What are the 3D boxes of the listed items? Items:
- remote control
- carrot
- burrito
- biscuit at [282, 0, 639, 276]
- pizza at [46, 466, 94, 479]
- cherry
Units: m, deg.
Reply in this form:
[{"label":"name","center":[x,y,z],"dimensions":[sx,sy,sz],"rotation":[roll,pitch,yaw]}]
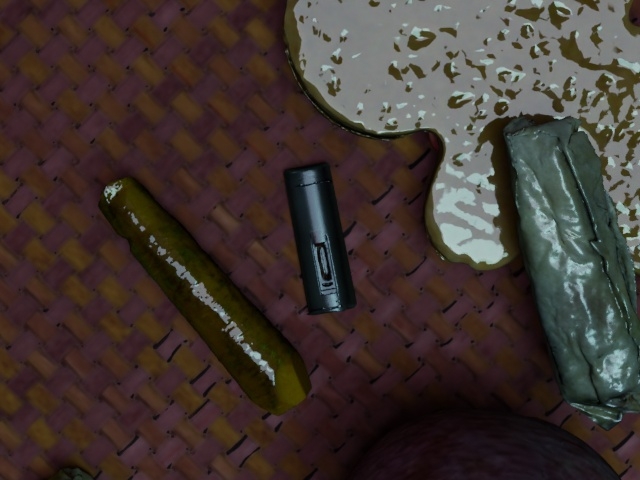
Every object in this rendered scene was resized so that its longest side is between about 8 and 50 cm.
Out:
[{"label":"remote control","center":[0.000,0.000,0.696],"dimensions":[0.034,0.016,0.091],"rotation":[-11,97,3]},{"label":"carrot","center":[-0.068,0.031,0.686],"dimensions":[0.042,0.042,0.171],"rotation":[-40,94,2]},{"label":"burrito","center":[0.145,0.019,0.647],"dimensions":[0.058,0.045,0.188],"rotation":[-11,101,24]},{"label":"biscuit","center":[0.140,-0.079,0.679],"dimensions":[0.339,0.047,0.216],"rotation":[18,95,-5]},{"label":"pizza","center":[-0.137,0.231,0.700],"dimensions":[0.161,0.062,0.182],"rotation":[10,92,2]},{"label":"cherry","center":[0.092,0.190,0.610],"dimensions":[0.175,0.250,0.192],"rotation":[-11,96,7]}]
